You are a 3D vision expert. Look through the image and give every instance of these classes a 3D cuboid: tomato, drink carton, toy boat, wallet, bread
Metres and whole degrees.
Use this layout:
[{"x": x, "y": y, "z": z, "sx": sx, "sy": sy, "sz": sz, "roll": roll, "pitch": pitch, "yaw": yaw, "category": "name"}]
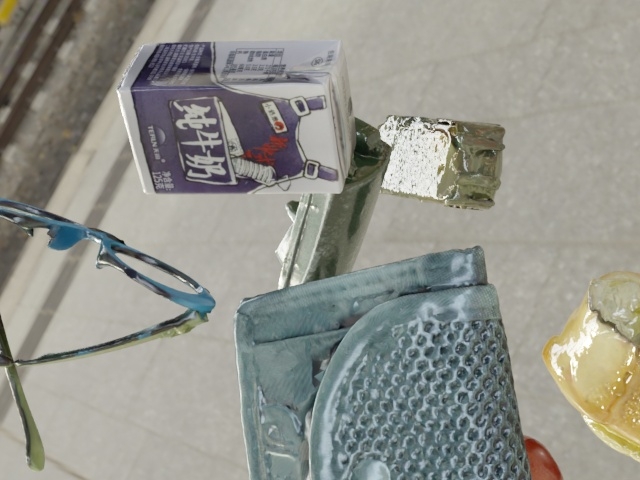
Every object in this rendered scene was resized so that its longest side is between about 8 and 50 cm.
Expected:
[{"x": 0.264, "y": 0.358, "z": 1.792, "sx": 0.167, "sy": 0.167, "sz": 0.167, "roll": -43, "pitch": 29, "yaw": 31, "category": "tomato"}, {"x": -0.080, "y": -0.127, "z": 1.272, "sx": 0.222, "sy": 0.134, "sz": 0.102, "roll": 0, "pitch": 36, "yaw": 12, "category": "drink carton"}, {"x": 0.000, "y": 0.000, "z": 1.547, "sx": 0.141, "sy": 0.092, "sz": 0.319, "roll": -38, "pitch": -28, "yaw": -46, "category": "toy boat"}, {"x": 0.050, "y": 0.190, "z": 0.994, "sx": 0.237, "sy": 0.075, "sz": 0.342, "roll": -12, "pitch": 79, "yaw": 23, "category": "wallet"}, {"x": 0.507, "y": 0.196, "z": 1.877, "sx": 0.211, "sy": 0.316, "sz": 0.270, "roll": -41, "pitch": -22, "yaw": -42, "category": "bread"}]

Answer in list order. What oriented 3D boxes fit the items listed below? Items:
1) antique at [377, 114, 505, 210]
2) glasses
[{"x": 0.184, "y": -0.114, "z": 1.800, "sx": 0.284, "sy": 0.150, "sz": 0.125, "roll": -157, "pitch": 72, "yaw": -74, "category": "antique"}, {"x": -0.214, "y": 0.058, "z": 0.962, "sx": 0.207, "sy": 0.239, "sz": 0.102, "roll": -60, "pitch": -20, "yaw": -29, "category": "glasses"}]
